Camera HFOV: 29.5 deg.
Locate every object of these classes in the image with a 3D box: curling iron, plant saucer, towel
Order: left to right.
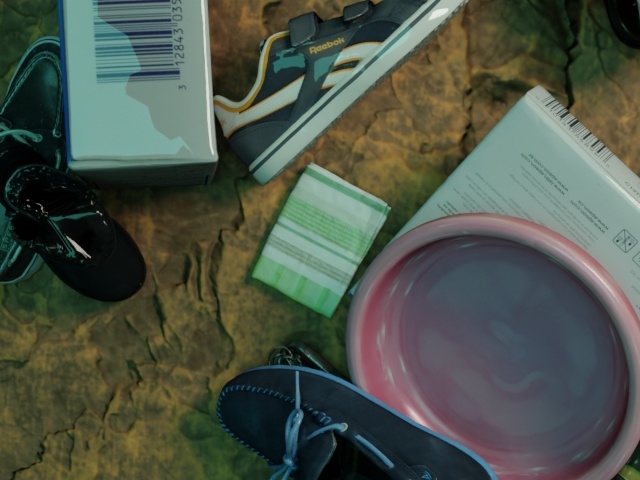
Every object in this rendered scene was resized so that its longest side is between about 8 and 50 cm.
[{"bbox_3d":[0.000,0.000,1.414,0.113,0.023,0.152,29,96,10],"label":"towel"},{"bbox_3d":[0.054,0.207,1.396,0.274,0.035,0.068,34,115,3],"label":"curling iron"},{"bbox_3d":[0.189,0.123,1.291,0.332,0.084,0.332,10,112,24],"label":"plant saucer"}]

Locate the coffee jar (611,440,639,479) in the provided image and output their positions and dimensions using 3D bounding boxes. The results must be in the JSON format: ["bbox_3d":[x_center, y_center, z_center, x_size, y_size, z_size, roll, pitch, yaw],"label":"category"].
[{"bbox_3d":[0.382,0.222,1.313,0.079,0.096,0.184,35,94,10],"label":"coffee jar"}]

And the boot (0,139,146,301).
[{"bbox_3d":[-0.262,0.000,1.316,0.094,0.207,0.246,-43,116,-7],"label":"boot"}]

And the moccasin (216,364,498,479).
[{"bbox_3d":[0.021,0.226,1.301,0.342,0.117,0.138,14,121,29],"label":"moccasin"}]

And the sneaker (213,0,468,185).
[{"bbox_3d":[0.015,-0.209,1.360,0.321,0.126,0.127,-40,90,8],"label":"sneaker"}]

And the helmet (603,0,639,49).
[{"bbox_3d":[0.354,-0.287,1.293,0.169,0.169,0.161,-36,100,6],"label":"helmet"}]

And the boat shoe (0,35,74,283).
[{"bbox_3d":[-0.350,-0.096,1.424,0.108,0.102,0.301,18,92,8],"label":"boat shoe"}]

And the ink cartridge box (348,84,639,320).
[{"bbox_3d":[0.243,0.058,1.326,0.324,0.071,0.330,45,124,6],"label":"ink cartridge box"}]

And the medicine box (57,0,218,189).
[{"bbox_3d":[-0.193,-0.196,1.300,0.149,0.289,0.264,-4,88,-7],"label":"medicine box"}]
